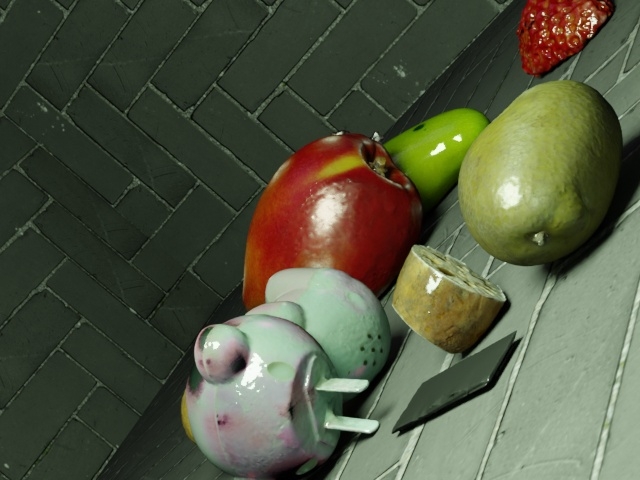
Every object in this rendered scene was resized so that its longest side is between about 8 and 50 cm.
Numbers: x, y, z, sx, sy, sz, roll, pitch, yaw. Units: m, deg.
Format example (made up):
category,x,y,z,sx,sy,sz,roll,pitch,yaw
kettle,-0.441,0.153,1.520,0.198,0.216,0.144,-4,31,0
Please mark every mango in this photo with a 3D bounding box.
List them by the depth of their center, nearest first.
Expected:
category,x,y,z,sx,sy,sz,roll,pitch,yaw
mango,0.171,-0.126,2.256,0.293,0.143,0.175,-37,11,20

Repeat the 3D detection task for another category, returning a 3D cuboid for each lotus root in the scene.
category,x,y,z,sx,sy,sz,roll,pitch,yaw
lotus root,0.132,0.060,1.423,0.081,0.112,0.122,-56,5,13

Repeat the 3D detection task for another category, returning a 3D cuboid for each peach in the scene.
category,x,y,z,sx,sy,sz,roll,pitch,yaw
peach,0.000,0.000,2.069,0.362,0.258,0.201,-45,1,9

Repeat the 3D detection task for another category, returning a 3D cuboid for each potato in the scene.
category,x,y,z,sx,sy,sz,roll,pitch,yaw
potato,0.224,-0.064,1.345,0.251,0.159,0.174,-72,-2,-54

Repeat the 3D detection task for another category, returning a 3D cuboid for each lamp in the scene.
category,x,y,z,sx,sy,sz,roll,pitch,yaw
lamp,-0.019,0.168,1.585,0.247,0.247,0.301,3,25,31

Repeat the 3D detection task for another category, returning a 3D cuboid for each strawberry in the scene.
category,x,y,z,sx,sy,sz,roll,pitch,yaw
strawberry,0.407,-0.383,2.245,0.190,0.111,0.236,-48,6,-5

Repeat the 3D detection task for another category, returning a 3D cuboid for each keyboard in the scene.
category,x,y,z,sx,sy,sz,roll,pitch,yaw
keyboard,0.135,0.148,1.335,0.074,0.015,0.196,-49,5,-34

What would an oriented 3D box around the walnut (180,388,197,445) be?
category,x,y,z,sx,sy,sz,roll,pitch,yaw
walnut,-0.135,0.254,2.007,0.159,0.159,0.206,-50,0,-3
